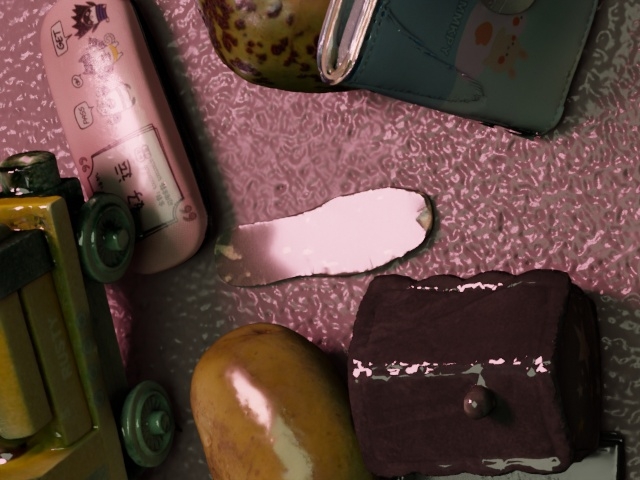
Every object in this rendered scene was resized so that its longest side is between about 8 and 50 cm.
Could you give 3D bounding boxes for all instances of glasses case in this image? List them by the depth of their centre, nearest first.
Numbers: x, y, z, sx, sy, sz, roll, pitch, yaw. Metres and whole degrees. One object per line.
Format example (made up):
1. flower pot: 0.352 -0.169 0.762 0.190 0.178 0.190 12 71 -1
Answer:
1. glasses case: -0.204 -0.118 1.570 0.122 0.075 0.314 -24 81 27

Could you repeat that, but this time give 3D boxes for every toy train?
1. toy train: -0.276 0.120 1.477 0.160 0.253 0.397 -1 109 27

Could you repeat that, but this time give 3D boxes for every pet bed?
1. pet bed: 0.133 0.120 1.340 0.211 0.159 0.183 -3 80 26

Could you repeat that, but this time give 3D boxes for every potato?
1. potato: -0.030 0.199 1.442 0.228 0.148 0.197 50 125 31

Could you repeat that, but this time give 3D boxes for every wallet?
1. wallet: 0.127 -0.193 1.310 0.075 0.250 0.176 29 104 51

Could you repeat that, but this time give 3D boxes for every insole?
1. insole: 0.000 0.000 1.504 0.248 0.011 0.081 -11 83 28

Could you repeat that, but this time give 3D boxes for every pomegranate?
1. pomegranate: -0.010 -0.254 1.374 0.254 0.270 0.254 0 103 -1

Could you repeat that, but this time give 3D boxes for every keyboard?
1. keyboard: 0.172 0.218 1.410 0.230 0.025 0.094 1 89 27
